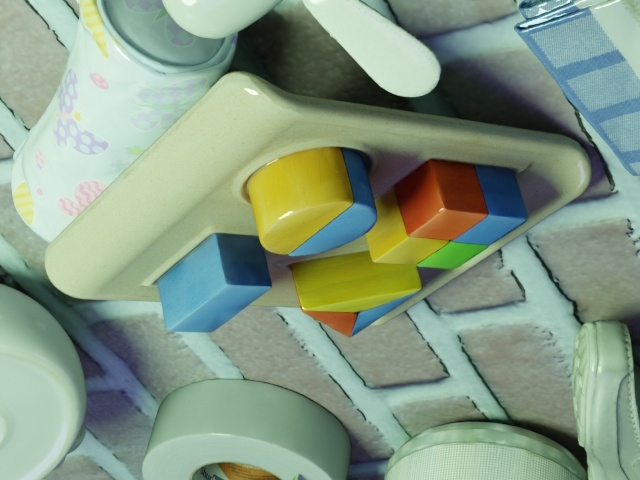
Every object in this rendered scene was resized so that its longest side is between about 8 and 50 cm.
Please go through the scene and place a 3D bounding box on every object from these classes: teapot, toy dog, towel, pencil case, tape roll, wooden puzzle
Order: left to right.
[{"bbox_3d":[-0.355,0.129,1.486,0.252,0.187,0.256,-8,127,-18],"label":"teapot"},{"bbox_3d":[-0.162,-0.101,1.195,0.124,0.113,0.273,17,142,-15],"label":"pencil case"},{"bbox_3d":[-0.078,0.239,1.628,0.219,0.072,0.219,8,142,6],"label":"tape roll"},{"bbox_3d":[0.000,0.000,1.220,0.347,0.080,0.322,10,149,-36],"label":"wooden puzzle"},{"bbox_3d":[0.077,-0.206,0.971,0.333,0.220,0.161,6,174,19],"label":"toy dog"},{"bbox_3d":[0.308,-0.144,1.084,0.285,0.034,0.209,-16,136,34],"label":"towel"}]

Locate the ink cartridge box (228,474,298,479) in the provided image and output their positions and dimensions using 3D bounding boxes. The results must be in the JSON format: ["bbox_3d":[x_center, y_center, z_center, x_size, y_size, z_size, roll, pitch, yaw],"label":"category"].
[{"bbox_3d":[-0.095,0.327,1.596,0.062,0.109,0.209,21,141,-12],"label":"ink cartridge box"}]

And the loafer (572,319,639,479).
[{"bbox_3d":[0.300,0.172,1.425,0.111,0.112,0.319,-6,146,14],"label":"loafer"}]

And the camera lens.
[{"bbox_3d":[0.161,0.337,1.522,0.219,0.274,0.219,7,141,6],"label":"camera lens"}]
